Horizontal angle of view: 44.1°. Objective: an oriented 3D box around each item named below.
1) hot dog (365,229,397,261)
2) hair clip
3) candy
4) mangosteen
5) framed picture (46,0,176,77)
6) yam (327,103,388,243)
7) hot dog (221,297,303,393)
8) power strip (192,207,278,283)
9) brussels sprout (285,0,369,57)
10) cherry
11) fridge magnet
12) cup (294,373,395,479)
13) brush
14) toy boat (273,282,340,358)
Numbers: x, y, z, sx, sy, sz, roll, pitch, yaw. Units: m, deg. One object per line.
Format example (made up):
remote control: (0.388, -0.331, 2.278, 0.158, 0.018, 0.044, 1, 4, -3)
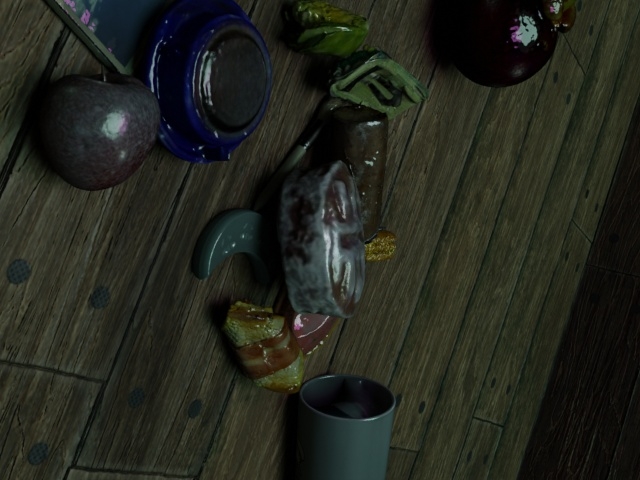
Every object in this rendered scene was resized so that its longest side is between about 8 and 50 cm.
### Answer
hot dog: (0.118, 0.012, 1.779, 0.165, 0.045, 0.071, -3, 107, -54)
hair clip: (0.107, -0.323, 1.573, 0.321, 0.138, 0.091, 12, 53, -65)
candy: (0.000, 0.000, 1.459, 0.214, 0.157, 0.289, -11, 98, -68)
mangosteen: (0.430, -0.495, 1.810, 0.297, 0.293, 0.297, -177, -90, -87)
framed picture: (-0.300, -0.370, 1.093, 0.260, 0.023, 0.189, 50, 59, -48)
yam: (0.071, -0.129, 1.571, 0.131, 0.131, 0.279, -33, 136, -44)
hot dog: (-0.108, 0.190, 1.487, 0.123, 0.093, 0.261, -21, 128, -4)
power strip: (-0.138, 0.011, 1.432, 0.216, 0.044, 0.137, 6, 97, -54)
brussels sprout: (0.017, -0.377, 1.424, 0.181, 0.139, 0.100, -10, 117, -56)
cherry: (-0.299, -0.149, 1.070, 0.176, 0.140, 0.176, -50, 150, -43)
fridge magnet: (-0.170, -0.250, 1.230, 0.265, 0.113, 0.265, -28, 124, -50)
cup: (0.046, 0.470, 1.712, 0.205, 0.206, 0.312, -16, 116, -51)
brush: (-0.041, -0.164, 1.507, 0.299, 0.039, 0.042, -57, 142, -22)
toy boat: (-0.020, 0.126, 1.596, 0.141, 0.099, 0.317, 32, 72, -11)
